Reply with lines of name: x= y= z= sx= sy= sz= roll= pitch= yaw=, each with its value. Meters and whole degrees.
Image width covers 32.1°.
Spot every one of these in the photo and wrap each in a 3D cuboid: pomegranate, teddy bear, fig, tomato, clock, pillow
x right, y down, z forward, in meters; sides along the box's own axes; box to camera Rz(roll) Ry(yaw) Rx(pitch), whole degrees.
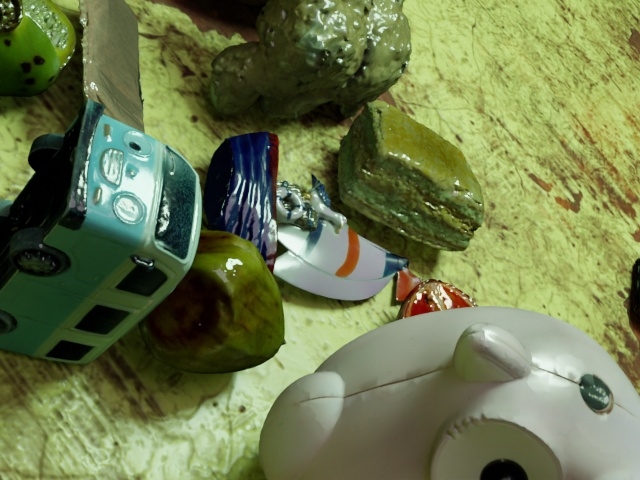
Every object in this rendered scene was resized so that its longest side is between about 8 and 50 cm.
pomegranate: x=-0.341 y=-0.212 z=1.175 sx=0.143 sy=0.122 sz=0.169 roll=45 pitch=8 yaw=-12
teddy bear: x=0.014 y=-0.251 z=1.391 sx=0.156 sy=0.267 sz=0.256 roll=36 pitch=21 yaw=24
fig: x=-0.107 y=0.068 z=1.149 sx=0.165 sy=0.144 sz=0.154 roll=41 pitch=22 yaw=-41
tomato: x=0.142 y=0.132 z=1.328 sx=0.155 sy=0.069 sz=0.156 roll=21 pitch=49 yaw=-26
clock: x=0.139 y=0.209 z=1.071 sx=0.368 sy=0.377 sz=0.250 roll=28 pitch=44 yaw=-17
pillow: x=-0.240 y=-0.212 z=1.273 sx=0.135 sy=0.034 sz=0.211 roll=54 pitch=25 yaw=-57

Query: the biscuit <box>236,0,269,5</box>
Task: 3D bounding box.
biscuit: x=-0.073 y=-0.474 z=1.482 sx=0.394 sy=0.070 sz=0.350 roll=-1 pitch=73 yaw=-13

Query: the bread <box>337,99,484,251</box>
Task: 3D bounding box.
bread: x=0.121 y=-0.078 z=1.413 sx=0.196 sy=0.102 sz=0.138 roll=29 pitch=32 yaw=-18

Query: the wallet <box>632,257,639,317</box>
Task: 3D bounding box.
wallet: x=0.551 y=0.123 z=1.646 sx=0.232 sy=0.031 sz=0.122 roll=33 pitch=43 yaw=-15

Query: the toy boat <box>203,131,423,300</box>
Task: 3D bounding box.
toy boat: x=-0.016 y=0.010 z=1.316 sx=0.318 sy=0.072 sz=0.219 roll=45 pitch=43 yaw=-15

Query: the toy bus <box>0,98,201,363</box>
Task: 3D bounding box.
toy bus: x=-0.215 y=0.008 z=1.026 sx=0.164 sy=0.271 sz=0.133 roll=21 pitch=52 yaw=-27
